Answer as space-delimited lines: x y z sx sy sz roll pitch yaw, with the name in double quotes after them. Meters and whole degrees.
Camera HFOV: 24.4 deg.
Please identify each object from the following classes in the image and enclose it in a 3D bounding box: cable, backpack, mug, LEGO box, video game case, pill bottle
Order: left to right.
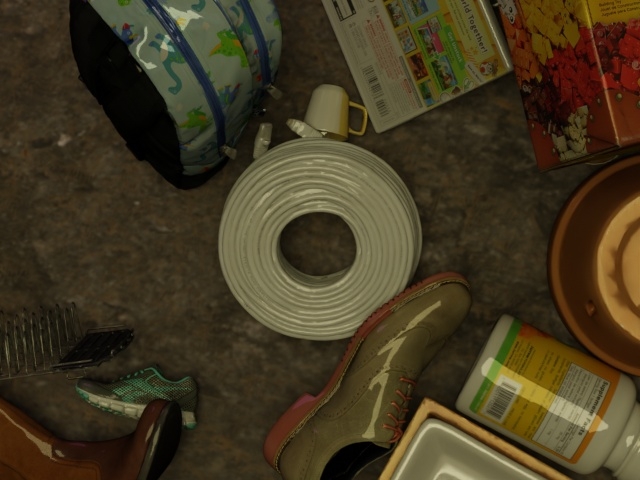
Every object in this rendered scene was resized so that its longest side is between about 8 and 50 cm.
-0.180 -0.230 1.771 0.273 0.355 0.290 -32 86 5 "backpack"
0.000 0.000 1.858 0.257 0.089 0.257 22 105 -2 "cable"
0.015 -0.163 1.904 0.062 0.078 0.064 2 80 42 "mug"
0.115 -0.277 1.861 0.206 0.026 0.227 -24 86 31 "video game case"
0.302 0.203 1.822 0.246 0.136 0.136 28 93 6 "pill bottle"
0.456 -0.315 1.679 0.500 0.193 0.372 -14 89 -20 "LEGO box"

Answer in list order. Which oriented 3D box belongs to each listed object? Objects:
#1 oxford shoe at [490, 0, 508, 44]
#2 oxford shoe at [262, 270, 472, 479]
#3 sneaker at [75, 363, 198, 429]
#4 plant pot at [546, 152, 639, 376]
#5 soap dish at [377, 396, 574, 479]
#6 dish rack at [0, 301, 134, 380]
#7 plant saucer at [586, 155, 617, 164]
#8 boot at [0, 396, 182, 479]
0.260 -0.270 1.860 0.227 0.083 0.096 -9 91 19 "oxford shoe"
0.083 0.193 1.836 0.348 0.123 0.130 -51 47 13 "oxford shoe"
-0.235 0.196 1.932 0.167 0.065 0.076 13 75 3 "sneaker"
0.419 0.030 1.776 0.291 0.203 0.290 0 89 8 "plant pot"
0.161 0.373 1.848 0.229 0.118 0.290 29 93 6 "soap dish"
-0.378 0.129 1.874 0.272 0.208 0.074 -7 101 6 "dish rack"
0.348 -0.138 1.878 0.083 0.015 0.083 0 91 7 "plant saucer"
-0.334 0.251 1.905 0.280 0.096 0.264 31 123 9 "boot"
